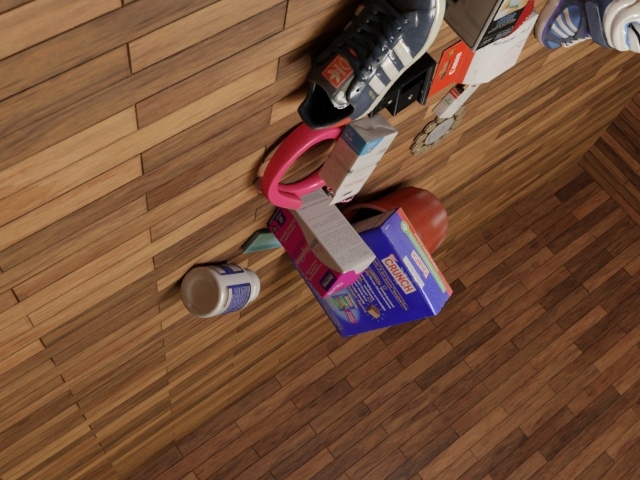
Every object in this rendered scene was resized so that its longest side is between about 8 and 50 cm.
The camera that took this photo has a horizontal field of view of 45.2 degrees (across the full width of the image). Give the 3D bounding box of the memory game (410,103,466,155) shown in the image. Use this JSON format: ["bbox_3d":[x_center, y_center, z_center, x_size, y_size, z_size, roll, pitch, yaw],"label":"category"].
[{"bbox_3d":[0.305,-0.286,1.988,0.186,0.012,0.186,-36,165,-11],"label":"memory game"}]

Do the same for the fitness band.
[{"bbox_3d":[-0.022,-0.156,1.545,0.209,0.054,0.291,-45,165,12],"label":"fitness band"}]

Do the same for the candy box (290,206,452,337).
[{"bbox_3d":[0.126,0.087,1.946,0.317,0.268,0.122,-19,-160,42],"label":"candy box"}]

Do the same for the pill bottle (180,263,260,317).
[{"bbox_3d":[-0.217,0.109,1.725,0.112,0.112,0.187,-45,163,20],"label":"pill bottle"}]

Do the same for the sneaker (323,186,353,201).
[{"bbox_3d":[0.046,-0.119,1.821,0.119,0.047,0.057,-26,149,-43],"label":"sneaker"}]

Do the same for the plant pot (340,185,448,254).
[{"bbox_3d":[0.206,-0.016,2.113,0.265,0.272,0.272,-34,166,-49],"label":"plant pot"}]

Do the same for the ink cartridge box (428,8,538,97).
[{"bbox_3d":[0.357,-0.403,1.698,0.232,0.066,0.189,-39,165,-16],"label":"ink cartridge box"}]

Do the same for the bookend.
[{"bbox_3d":[0.131,-0.285,1.478,0.157,0.072,0.156,-35,164,-12],"label":"bookend"}]

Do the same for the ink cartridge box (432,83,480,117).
[{"bbox_3d":[0.326,-0.343,1.840,0.115,0.029,0.063,-49,161,29],"label":"ink cartridge box"}]

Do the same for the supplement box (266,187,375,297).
[{"bbox_3d":[0.000,0.000,1.707,0.114,0.220,0.111,-25,159,-43],"label":"supplement box"}]

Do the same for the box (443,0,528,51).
[{"bbox_3d":[0.255,-0.444,1.138,0.087,0.169,0.290,-29,164,-23],"label":"box"}]

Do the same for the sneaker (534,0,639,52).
[{"bbox_3d":[0.629,-0.479,1.754,0.130,0.236,0.323,-36,164,-11],"label":"sneaker"}]

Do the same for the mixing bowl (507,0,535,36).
[{"bbox_3d":[0.335,-0.445,1.444,0.181,0.098,0.181,-35,164,-12],"label":"mixing bowl"}]

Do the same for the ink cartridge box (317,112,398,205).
[{"bbox_3d":[0.065,-0.160,1.528,0.104,0.060,0.180,-26,157,-45],"label":"ink cartridge box"}]

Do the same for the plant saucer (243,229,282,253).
[{"bbox_3d":[-0.113,-0.006,1.818,0.067,0.018,0.192,-46,162,25],"label":"plant saucer"}]

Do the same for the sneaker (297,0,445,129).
[{"bbox_3d":[0.066,-0.291,1.199,0.148,0.131,0.350,-33,165,-36],"label":"sneaker"}]
